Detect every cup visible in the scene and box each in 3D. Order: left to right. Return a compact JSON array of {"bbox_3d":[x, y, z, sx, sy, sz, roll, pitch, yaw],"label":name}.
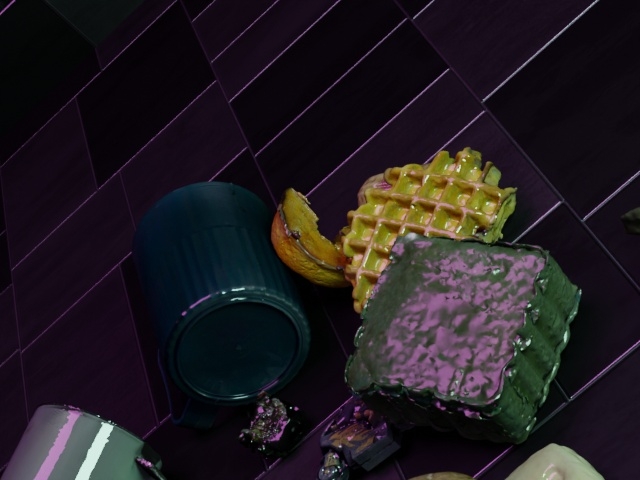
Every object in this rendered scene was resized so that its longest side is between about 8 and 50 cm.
[{"bbox_3d":[-0.177,0.104,2.068,0.308,0.242,0.292,-39,35,9],"label":"cup"}]

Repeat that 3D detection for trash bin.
[{"bbox_3d":[-0.390,0.410,2.009,0.277,0.217,0.263,6,58,29],"label":"trash bin"}]

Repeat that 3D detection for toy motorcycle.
[{"bbox_3d":[0.061,0.253,1.796,0.193,0.061,0.124,-42,30,12],"label":"toy motorcycle"}]

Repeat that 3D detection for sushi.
[{"bbox_3d":[-0.068,0.275,1.931,0.083,0.056,0.085,13,64,46],"label":"sushi"}]

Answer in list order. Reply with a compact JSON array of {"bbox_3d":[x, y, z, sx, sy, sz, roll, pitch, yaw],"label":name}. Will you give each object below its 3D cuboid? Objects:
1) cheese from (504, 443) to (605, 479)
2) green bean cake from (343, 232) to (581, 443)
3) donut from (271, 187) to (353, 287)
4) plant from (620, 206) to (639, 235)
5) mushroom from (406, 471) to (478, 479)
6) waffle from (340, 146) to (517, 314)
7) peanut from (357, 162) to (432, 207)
[{"bbox_3d":[0.216,0.350,1.480,0.263,0.093,0.159,-46,31,4],"label":"cheese"},{"bbox_3d":[0.174,0.121,1.688,0.255,0.132,0.241,3,64,37],"label":"green bean cake"},{"bbox_3d":[0.002,0.008,2.028,0.078,0.181,0.146,-52,25,34],"label":"donut"},{"bbox_3d":[0.484,-0.057,1.488,0.312,0.213,0.215,-42,35,5],"label":"plant"},{"bbox_3d":[0.134,0.317,1.434,0.285,0.156,0.151,-12,21,42],"label":"mushroom"},{"bbox_3d":[0.157,0.003,1.878,0.283,0.065,0.309,-29,58,10],"label":"waffle"},{"bbox_3d":[0.145,-0.068,2.014,0.194,0.093,0.083,-8,46,29],"label":"peanut"}]
